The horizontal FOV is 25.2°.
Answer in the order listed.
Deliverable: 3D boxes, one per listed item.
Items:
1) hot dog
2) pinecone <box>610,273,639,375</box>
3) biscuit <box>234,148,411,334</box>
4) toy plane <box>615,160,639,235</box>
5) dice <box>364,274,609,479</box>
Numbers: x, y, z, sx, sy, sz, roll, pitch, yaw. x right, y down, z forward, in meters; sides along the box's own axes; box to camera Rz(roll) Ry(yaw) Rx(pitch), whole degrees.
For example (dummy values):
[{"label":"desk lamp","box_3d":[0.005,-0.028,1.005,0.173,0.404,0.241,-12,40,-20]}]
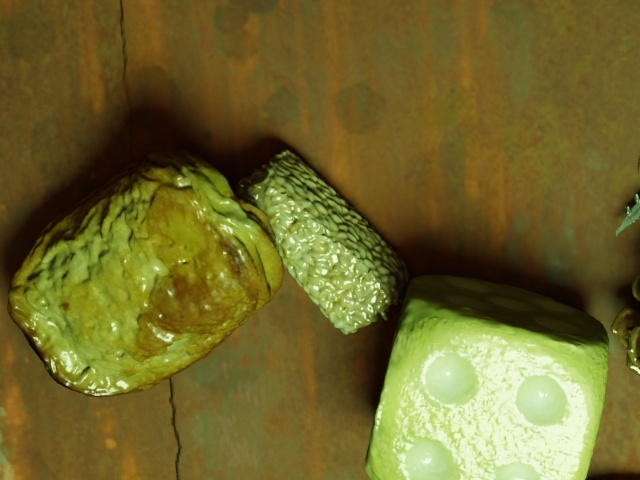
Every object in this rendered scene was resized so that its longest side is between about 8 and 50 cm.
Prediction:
[{"label":"hot dog","box_3d":[-0.137,0.023,1.212,0.259,0.114,0.175,-33,92,30]},{"label":"pinecone","box_3d":[0.327,0.085,1.132,0.179,0.195,0.150,22,119,-2]},{"label":"biscuit","box_3d":[0.000,0.000,1.215,0.070,0.082,0.168,-40,97,20]},{"label":"toy plane","box_3d":[0.280,-0.027,1.199,0.077,0.024,0.084,-15,98,-9]},{"label":"dice","box_3d":[0.135,0.129,1.171,0.169,0.169,0.166,14,100,5]}]
